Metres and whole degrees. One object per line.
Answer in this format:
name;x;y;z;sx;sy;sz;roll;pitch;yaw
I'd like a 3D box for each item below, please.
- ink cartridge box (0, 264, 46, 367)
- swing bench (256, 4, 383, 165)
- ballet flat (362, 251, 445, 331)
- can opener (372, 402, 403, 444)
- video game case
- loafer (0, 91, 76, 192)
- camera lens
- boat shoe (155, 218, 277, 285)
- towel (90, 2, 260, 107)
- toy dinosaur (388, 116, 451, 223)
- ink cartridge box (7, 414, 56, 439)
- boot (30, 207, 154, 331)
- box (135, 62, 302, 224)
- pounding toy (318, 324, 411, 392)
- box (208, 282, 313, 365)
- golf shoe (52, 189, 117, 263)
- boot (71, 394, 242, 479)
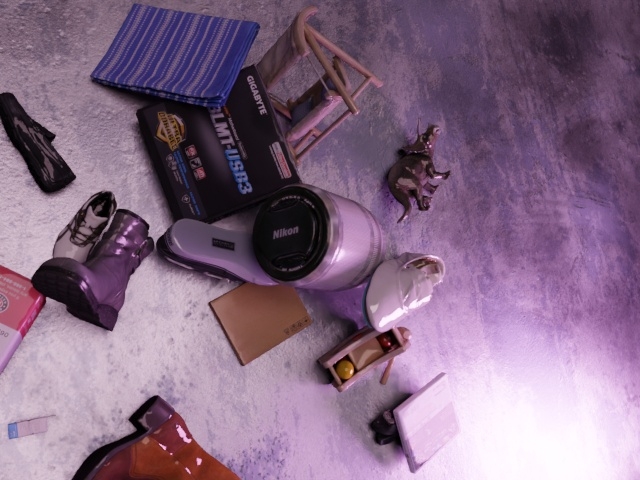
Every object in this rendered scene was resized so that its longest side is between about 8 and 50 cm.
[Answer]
ink cartridge box;-0.706;0.198;1.068;0.279;0.160;0.385;30;66;-16
swing bench;-0.042;-0.363;1.461;0.254;0.253;0.165;45;46;-10
ballet flat;0.211;0.098;1.438;0.139;0.139;0.400;62;25;0
can opener;0.203;0.427;1.513;0.186;0.073;0.059;-27;50;-32
video game case;0.265;0.445;1.509;0.190;0.022;0.173;-27;107;-36
loafer;-0.592;-0.208;1.280;0.078;0.076;0.223;-33;97;-34
camera lens;0.000;0.000;1.371;0.274;0.219;0.220;13;68;-57
boat shoe;-0.216;0.042;1.372;0.306;0.105;0.113;14;61;-37
towel;-0.325;-0.426;1.382;0.335;0.040;0.243;14;67;14
toy dinosaur;0.246;-0.166;1.663;0.160;0.121;0.314;35;69;-1
ink cartridge box;-0.546;0.354;1.168;0.083;0.048;0.028;-6;80;-26
boot;-0.416;0.029;1.166;0.118;0.338;0.223;23;70;-2
box;-0.224;-0.205;1.382;0.293;0.073;0.296;-21;86;2
pounding toy;0.139;0.282;1.455;0.269;0.154;0.155;-30;91;-28
box;-0.135;0.169;1.428;0.201;0.021;0.165;-29;90;-28
golf shoe;-0.489;-0.024;1.269;0.077;0.094;0.198;29;68;-18
boot;-0.329;0.499;1.233;0.280;0.096;0.264;53;54;-13
